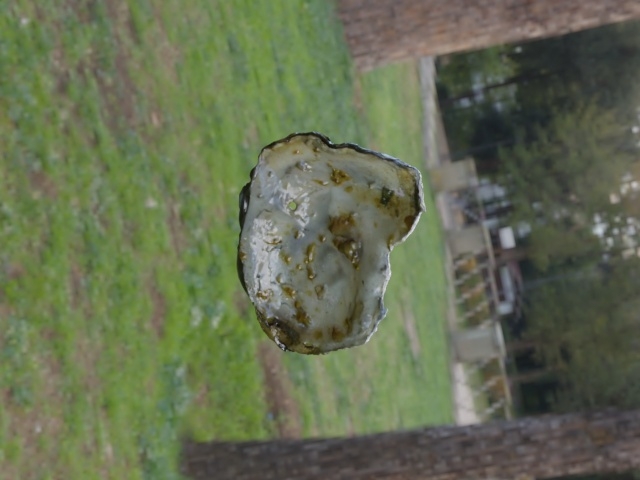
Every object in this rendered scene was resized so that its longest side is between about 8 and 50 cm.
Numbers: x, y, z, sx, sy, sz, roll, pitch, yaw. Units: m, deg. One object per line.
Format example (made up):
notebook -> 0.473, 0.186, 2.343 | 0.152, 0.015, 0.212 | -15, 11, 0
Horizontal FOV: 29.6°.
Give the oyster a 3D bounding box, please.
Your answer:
oyster -> 0.000, 0.003, 0.369 | 0.019, 0.054, 0.083 | -50, 162, -58
